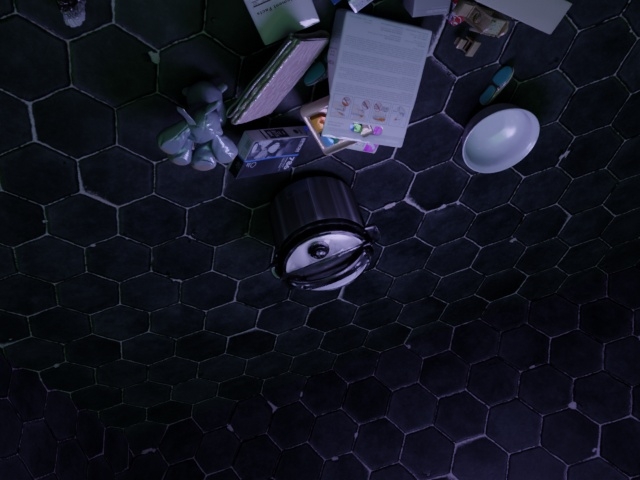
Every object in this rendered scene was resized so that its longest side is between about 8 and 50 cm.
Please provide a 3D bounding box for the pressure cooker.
[{"bbox_3d":[-0.004,-0.003,2.182,0.376,0.420,0.369,12,130,-27],"label":"pressure cooker"}]

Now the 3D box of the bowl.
[{"bbox_3d":[0.658,-0.409,2.155,0.298,0.134,0.297,-8,137,-8],"label":"bowl"}]

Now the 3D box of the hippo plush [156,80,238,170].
[{"bbox_3d":[-0.398,-0.389,1.801,0.235,0.236,0.294,-10,146,1],"label":"hippo plush"}]

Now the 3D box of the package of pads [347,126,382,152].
[{"bbox_3d":[0.136,-0.452,1.982,0.229,0.101,0.296,7,133,-22],"label":"package of pads"}]

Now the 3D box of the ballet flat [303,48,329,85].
[{"bbox_3d":[0.026,-0.570,1.858,0.070,0.070,0.188,26,127,-36],"label":"ballet flat"}]

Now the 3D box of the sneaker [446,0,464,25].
[{"bbox_3d":[0.426,-0.736,1.810,0.067,0.042,0.118,-31,137,12],"label":"sneaker"}]

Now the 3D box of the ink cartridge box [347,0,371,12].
[{"bbox_3d":[0.167,-0.764,1.665,0.207,0.097,0.046,-31,134,17],"label":"ink cartridge box"}]

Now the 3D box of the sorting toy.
[{"bbox_3d":[0.058,-0.394,1.919,0.193,0.038,0.208,-20,133,15],"label":"sorting toy"}]

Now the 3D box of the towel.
[{"bbox_3d":[-0.123,-0.501,1.736,0.053,0.317,0.332,45,116,-2],"label":"towel"}]

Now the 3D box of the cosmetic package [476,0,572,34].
[{"bbox_3d":[0.594,-0.762,1.746,0.310,0.160,0.113,9,132,-26],"label":"cosmetic package"}]

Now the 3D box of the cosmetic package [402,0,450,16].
[{"bbox_3d":[0.324,-0.794,1.676,0.127,0.107,0.237,-11,134,-9],"label":"cosmetic package"}]

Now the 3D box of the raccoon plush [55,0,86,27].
[{"bbox_3d":[-0.571,-0.777,1.438,0.299,0.216,0.446,-20,169,-15],"label":"raccoon plush"}]

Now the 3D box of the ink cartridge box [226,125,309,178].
[{"bbox_3d":[-0.156,-0.309,1.960,0.333,0.065,0.165,-20,151,-48],"label":"ink cartridge box"}]

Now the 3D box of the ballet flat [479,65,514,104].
[{"bbox_3d":[0.640,-0.563,2.059,0.052,0.057,0.168,-13,150,-46],"label":"ballet flat"}]

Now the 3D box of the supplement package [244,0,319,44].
[{"bbox_3d":[-0.142,-0.728,1.554,0.175,0.177,0.293,-22,138,6],"label":"supplement package"}]

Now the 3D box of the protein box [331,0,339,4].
[{"bbox_3d":[0.057,-0.808,1.557,0.201,0.135,0.200,-31,135,16],"label":"protein box"}]

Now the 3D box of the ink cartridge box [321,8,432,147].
[{"bbox_3d":[0.165,-0.512,1.830,0.308,0.091,0.384,4,112,-24],"label":"ink cartridge box"}]

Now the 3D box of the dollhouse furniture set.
[{"bbox_3d":[0.483,-0.659,1.817,0.182,0.101,0.161,-11,144,-41],"label":"dollhouse furniture set"}]
